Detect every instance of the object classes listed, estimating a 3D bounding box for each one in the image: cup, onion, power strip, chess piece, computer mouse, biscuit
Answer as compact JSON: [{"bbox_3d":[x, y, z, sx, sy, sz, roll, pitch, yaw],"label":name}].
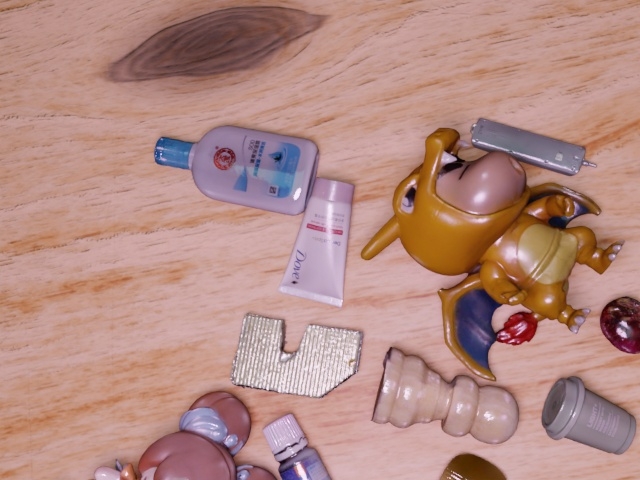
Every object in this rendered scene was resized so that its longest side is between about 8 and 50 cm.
[{"bbox_3d":[0.480,0.316,1.225,0.141,0.120,0.120,21,83,3],"label":"cup"},{"bbox_3d":[0.560,0.156,1.253,0.107,0.097,0.107,8,58,-13],"label":"onion"},{"bbox_3d":[0.421,-0.184,1.366,0.253,0.027,0.060,19,82,11],"label":"power strip"},{"bbox_3d":[0.233,0.294,1.259,0.261,0.143,0.142,13,82,7],"label":"chess piece"},{"bbox_3d":[0.248,0.513,1.250,0.126,0.056,0.245,27,86,13],"label":"computer mouse"},{"bbox_3d":[-0.045,0.229,1.349,0.250,0.046,0.147,6,79,10],"label":"biscuit"}]

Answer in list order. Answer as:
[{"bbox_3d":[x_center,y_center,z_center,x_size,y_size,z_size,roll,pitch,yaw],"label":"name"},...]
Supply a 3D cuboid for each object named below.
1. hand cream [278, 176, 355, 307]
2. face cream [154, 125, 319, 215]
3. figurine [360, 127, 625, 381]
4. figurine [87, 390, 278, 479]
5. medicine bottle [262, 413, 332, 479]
[{"bbox_3d":[0.000,0.000,1.376,0.133,0.083,0.247,11,91,12],"label":"hand cream"},{"bbox_3d":[-0.178,-0.157,1.423,0.337,0.080,0.163,12,82,10],"label":"face cream"},{"bbox_3d":[0.297,0.020,1.229,0.387,0.268,0.401,31,90,10],"label":"figurine"},{"bbox_3d":[-0.291,0.476,1.263,0.388,0.248,0.276,-29,79,12],"label":"figurine"},{"bbox_3d":[-0.035,0.430,1.293,0.083,0.083,0.203,-29,75,2],"label":"medicine bottle"}]
